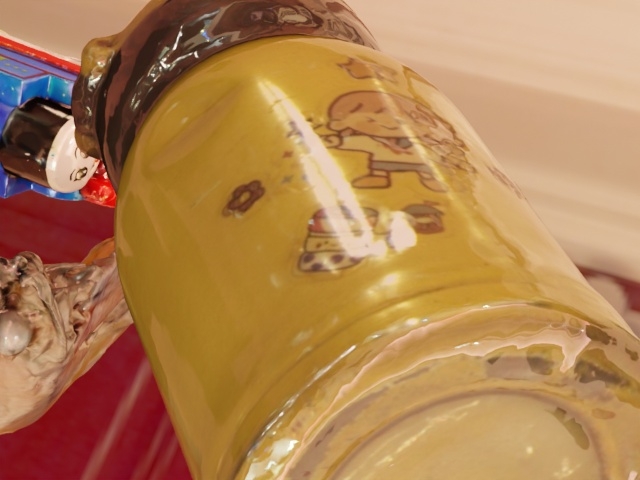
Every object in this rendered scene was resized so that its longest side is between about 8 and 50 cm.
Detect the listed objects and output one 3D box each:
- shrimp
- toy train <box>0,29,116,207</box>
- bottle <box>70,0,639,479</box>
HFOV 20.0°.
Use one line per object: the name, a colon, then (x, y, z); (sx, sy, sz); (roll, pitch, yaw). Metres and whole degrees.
shrimp: (-0.132, 0.033, 0.961); (0.164, 0.062, 0.317); (-46, 177, -13)
toy train: (-0.211, -0.081, 1.109); (0.131, 0.204, 0.082); (-25, 132, -60)
bottle: (0.000, 0.000, 0.761); (0.172, 0.351, 0.171); (-10, 127, -13)
